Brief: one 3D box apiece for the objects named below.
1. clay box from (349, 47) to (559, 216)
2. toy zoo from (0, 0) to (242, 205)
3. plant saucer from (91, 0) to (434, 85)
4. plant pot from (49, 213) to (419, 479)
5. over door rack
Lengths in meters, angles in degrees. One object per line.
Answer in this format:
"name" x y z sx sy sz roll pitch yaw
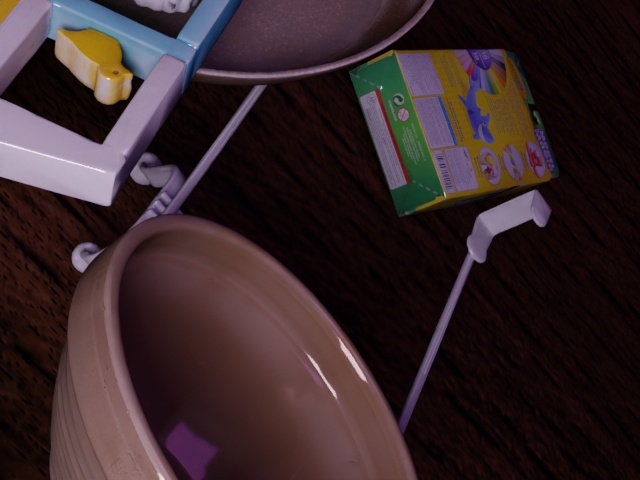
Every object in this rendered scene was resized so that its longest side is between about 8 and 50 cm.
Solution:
"clay box" 0.121 -0.096 1.236 0.222 0.053 0.127 -10 80 -56
"toy zoo" -0.155 -0.133 0.794 0.192 0.030 0.293 25 51 3
"plant saucer" -0.072 -0.205 0.924 0.311 0.050 0.310 8 52 -10
"plant pot" -0.058 0.114 0.742 0.237 0.110 0.237 42 26 -26
"over door rack" 0.000 0.000 0.958 0.239 0.108 0.324 53 48 -19
